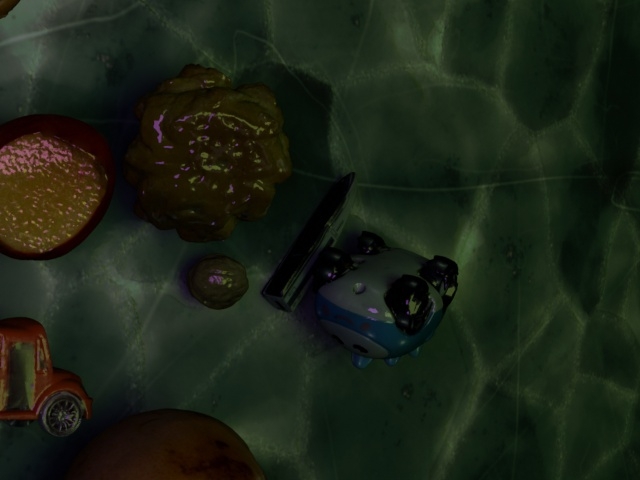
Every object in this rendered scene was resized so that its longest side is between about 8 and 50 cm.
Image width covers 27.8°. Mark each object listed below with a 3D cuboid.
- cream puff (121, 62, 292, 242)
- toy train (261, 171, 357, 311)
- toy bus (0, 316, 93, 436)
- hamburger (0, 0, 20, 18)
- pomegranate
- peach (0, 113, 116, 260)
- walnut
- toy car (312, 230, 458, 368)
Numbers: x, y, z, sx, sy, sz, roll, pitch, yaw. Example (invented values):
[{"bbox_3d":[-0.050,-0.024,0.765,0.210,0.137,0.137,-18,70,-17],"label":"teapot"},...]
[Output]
[{"bbox_3d":[-0.158,-0.120,1.791,0.244,0.244,0.196,33,37,-37],"label":"cream puff"},{"bbox_3d":[0.000,-0.001,2.025,0.048,0.055,0.252,47,65,-32],"label":"toy train"},{"bbox_3d":[-0.447,0.168,1.610,0.329,0.143,0.153,6,87,-38],"label":"toy bus"},{"bbox_3d":[-0.442,-0.311,1.570,0.162,0.162,0.115,-35,116,-33],"label":"hamburger"},{"bbox_3d":[-0.222,0.378,1.734,0.319,0.319,0.319,-4,96,-40],"label":"pomegranate"},{"bbox_3d":[-0.353,-0.067,1.639,0.190,0.192,0.190,7,77,-36],"label":"peach"},{"bbox_3d":[-0.150,0.059,1.884,0.092,0.092,0.092,-4,96,-40],"label":"walnut"},{"bbox_3d":[0.095,0.106,2.024,0.255,0.188,0.190,-26,132,-60],"label":"toy car"}]
